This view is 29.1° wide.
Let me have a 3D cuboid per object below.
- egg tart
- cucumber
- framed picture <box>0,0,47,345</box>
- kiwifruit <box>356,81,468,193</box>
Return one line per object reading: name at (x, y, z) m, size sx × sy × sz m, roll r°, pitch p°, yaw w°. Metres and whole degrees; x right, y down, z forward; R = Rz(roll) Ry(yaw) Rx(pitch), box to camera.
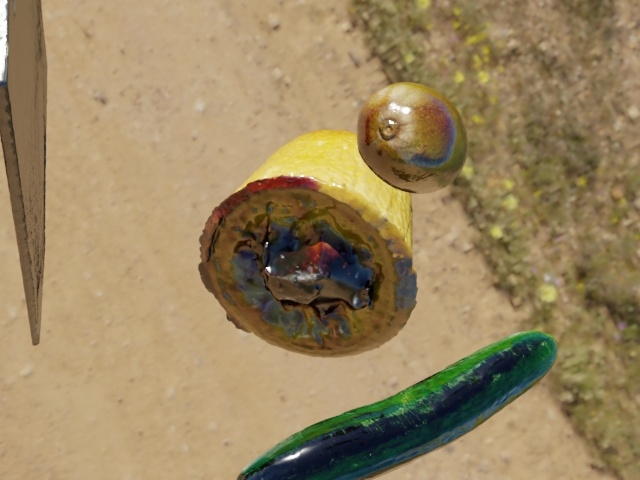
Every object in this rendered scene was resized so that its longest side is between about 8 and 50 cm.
egg tart at (0.000, 0.000, 1.196) m, size 0.215 × 0.215 × 0.171 m, roll 46°, pitch 34°, yaw -17°
cucumber at (0.063, 0.129, 0.883) m, size 0.284 × 0.056 × 0.056 m, roll -21°, pitch 83°, yaw -27°
framed picture at (-0.190, -0.107, 0.794) m, size 0.013 × 0.324 × 0.244 m, roll -2°, pitch 62°, yaw -9°
kiwifruit at (0.064, -0.069, 0.849) m, size 0.124 × 0.075 × 0.075 m, roll 20°, pitch 48°, yaw -75°
